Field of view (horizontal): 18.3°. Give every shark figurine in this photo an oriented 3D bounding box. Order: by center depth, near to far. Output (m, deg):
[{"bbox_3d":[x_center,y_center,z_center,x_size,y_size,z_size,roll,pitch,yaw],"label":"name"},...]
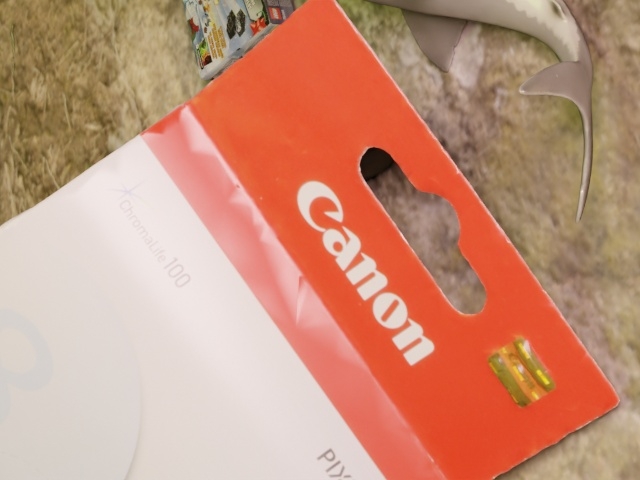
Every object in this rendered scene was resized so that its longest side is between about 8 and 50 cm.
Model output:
[{"bbox_3d":[0.090,-0.132,1.225,0.278,0.166,0.116,33,142,27],"label":"shark figurine"}]

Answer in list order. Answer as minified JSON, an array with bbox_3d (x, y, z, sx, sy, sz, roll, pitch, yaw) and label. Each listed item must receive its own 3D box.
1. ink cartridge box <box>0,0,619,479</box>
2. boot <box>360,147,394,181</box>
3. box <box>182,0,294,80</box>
[{"bbox_3d":[-0.057,0.080,1.227,0.385,0.091,0.308,-36,88,32],"label":"ink cartridge box"},{"bbox_3d":[0.000,0.000,1.347,0.219,0.082,0.106,-33,86,41],"label":"boot"},{"bbox_3d":[-0.067,-0.197,1.446,0.094,0.027,0.137,-32,66,48],"label":"box"}]
